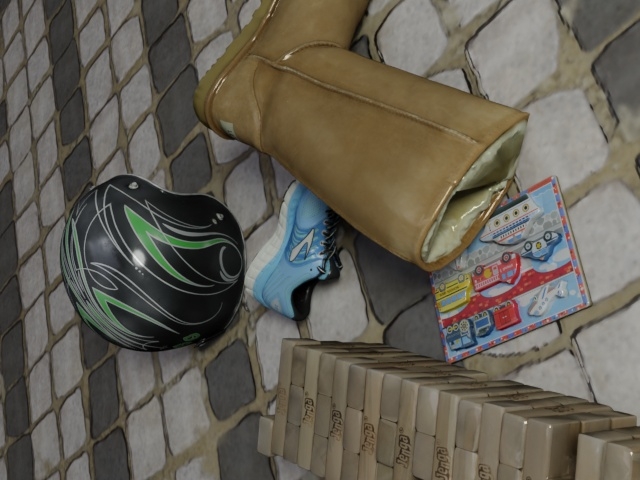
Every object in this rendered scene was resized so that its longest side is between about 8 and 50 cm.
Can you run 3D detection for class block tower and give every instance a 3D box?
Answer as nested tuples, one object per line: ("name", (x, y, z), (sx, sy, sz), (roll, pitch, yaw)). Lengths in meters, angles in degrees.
("block tower", (0.092, 0.134, 0.596), (0.335, 0.091, 0.097), (6, 91, 51))

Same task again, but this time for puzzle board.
("puzzle board", (0.126, 0.023, 0.648), (0.128, 0.011, 0.096), (-32, 59, 42))

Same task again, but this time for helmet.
("helmet", (-0.170, 0.023, 0.889), (0.169, 0.161, 0.169), (-15, 70, 48))

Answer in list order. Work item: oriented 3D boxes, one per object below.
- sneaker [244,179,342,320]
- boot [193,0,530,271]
("sneaker", (0.000, 0.000, 0.784), (0.073, 0.063, 0.162), (40, 117, 27))
("boot", (0.051, -0.127, 0.713), (0.269, 0.089, 0.236), (31, 87, 39))
